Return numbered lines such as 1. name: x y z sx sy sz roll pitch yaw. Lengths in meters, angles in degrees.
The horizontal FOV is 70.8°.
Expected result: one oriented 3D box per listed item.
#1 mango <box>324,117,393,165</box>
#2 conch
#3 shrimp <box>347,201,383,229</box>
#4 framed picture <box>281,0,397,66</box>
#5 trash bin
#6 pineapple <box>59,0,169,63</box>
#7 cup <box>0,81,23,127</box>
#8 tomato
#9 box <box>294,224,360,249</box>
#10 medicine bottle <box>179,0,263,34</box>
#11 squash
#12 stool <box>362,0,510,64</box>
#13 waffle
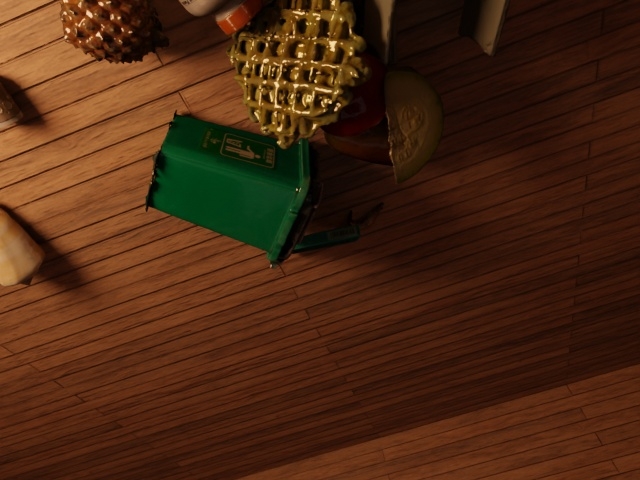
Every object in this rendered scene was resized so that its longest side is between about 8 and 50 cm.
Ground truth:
1. mango: 0.135 -0.261 1.136 0.267 0.111 0.133 9 146 -19
2. conch: -0.833 0.006 1.215 0.158 0.127 0.255 8 112 22
3. shrimp: 0.136 -0.078 1.357 0.091 0.025 0.127 27 124 -28
4. framed picture: 0.038 -0.468 1.001 0.273 0.016 0.217 -12 132 0
5. trash bin: -0.210 -0.128 1.113 0.380 0.259 0.295 17 127 -15
6. pineapple: -0.392 -0.419 0.875 0.192 0.166 0.166 15 127 -21
7. cup: -0.720 -0.296 0.969 0.102 0.074 0.099 -27 131 -14
8. tomato: 0.062 -0.327 0.996 0.195 0.195 0.136 -22 168 10
9. box: 0.000 0.000 1.329 0.226 0.042 0.161 -11 174 0
10. medicine bottle: -0.229 -0.522 0.808 0.156 0.157 0.288 -31 130 17
11. squash: 0.203 -0.283 1.049 0.203 0.155 0.237 -19 117 -19
12. stool: 0.228 -0.512 0.879 0.243 0.170 0.270 -7 132 -10
13. waffle: -0.055 -0.360 0.919 0.317 0.073 0.298 -31 86 35
